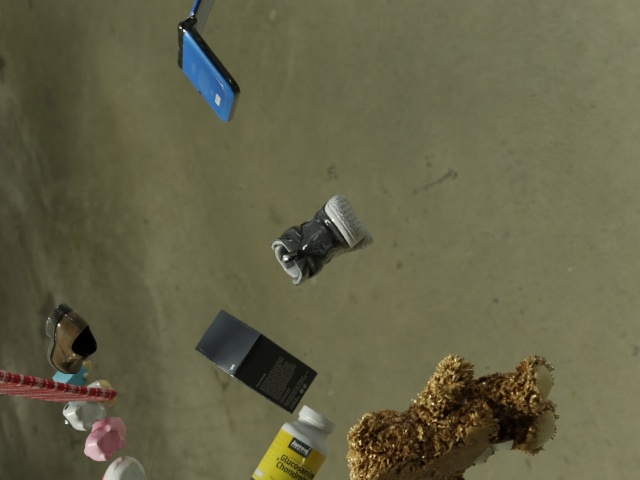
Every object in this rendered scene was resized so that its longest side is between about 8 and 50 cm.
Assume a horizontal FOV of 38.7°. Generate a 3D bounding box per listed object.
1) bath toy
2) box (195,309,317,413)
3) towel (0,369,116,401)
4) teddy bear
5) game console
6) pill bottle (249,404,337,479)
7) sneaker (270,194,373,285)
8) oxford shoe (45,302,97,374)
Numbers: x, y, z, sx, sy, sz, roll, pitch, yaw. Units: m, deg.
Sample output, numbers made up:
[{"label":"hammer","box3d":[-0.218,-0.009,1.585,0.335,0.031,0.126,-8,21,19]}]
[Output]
[{"label":"bath toy","box3d":[-0.541,0.469,2.239,0.129,0.151,0.348,-11,107,45]},{"label":"box","box3d":[-0.117,0.218,1.649,0.093,0.158,0.156,-57,35,-8]},{"label":"towel","box3d":[-0.509,0.238,1.526,0.199,0.275,0.031,-10,68,45]},{"label":"teddy bear","box3d":[0.194,0.272,1.325,0.245,0.338,0.113,57,-178,-40]},{"label":"game console","box3d":[-0.200,-0.411,1.873,0.250,0.173,0.293,52,171,-2]},{"label":"pill bottle","box3d":[-0.047,0.407,1.711,0.103,0.103,0.184,17,72,54]},{"label":"sneaker","box3d":[0.000,0.000,1.549,0.101,0.153,0.268,57,-176,6]},{"label":"oxford shoe","box3d":[-0.525,0.233,1.939,0.096,0.083,0.227,30,146,11]}]
